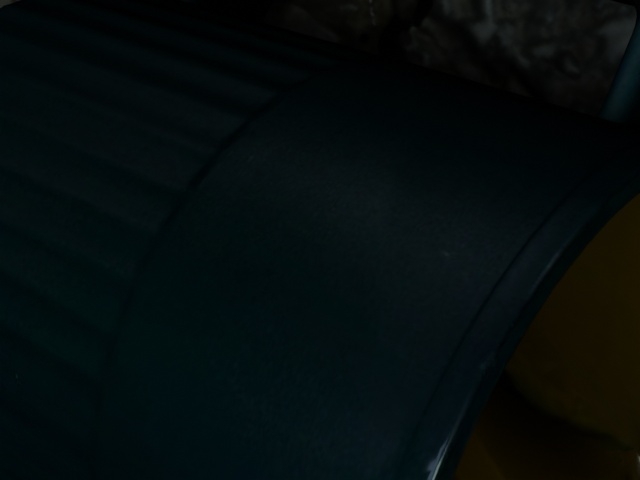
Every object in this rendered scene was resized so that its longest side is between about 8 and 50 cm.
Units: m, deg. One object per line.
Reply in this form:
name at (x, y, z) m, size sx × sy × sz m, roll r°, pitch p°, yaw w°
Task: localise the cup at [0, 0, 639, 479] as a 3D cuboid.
cup at (-0.012, 0.006, 0.493) m, size 0.292 × 0.242 × 0.307 m, roll 22°, pitch 115°, yaw 34°
